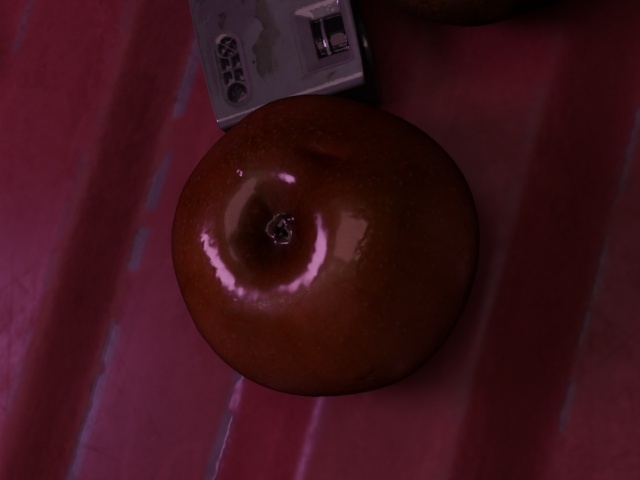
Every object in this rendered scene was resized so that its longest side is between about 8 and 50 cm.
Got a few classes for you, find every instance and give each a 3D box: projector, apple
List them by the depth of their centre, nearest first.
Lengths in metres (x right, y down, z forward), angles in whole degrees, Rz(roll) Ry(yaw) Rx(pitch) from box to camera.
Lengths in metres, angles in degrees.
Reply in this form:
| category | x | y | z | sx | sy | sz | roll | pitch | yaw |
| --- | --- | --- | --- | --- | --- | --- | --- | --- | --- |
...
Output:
| category | x | y | z | sx | sy | sz | roll | pitch | yaw |
| --- | --- | --- | --- | --- | --- | --- | --- | --- | --- |
| apple | 0.000 | 0.000 | 0.643 | 0.201 | 0.162 | 0.201 | -2 | 81 | 15 |
| projector | -0.028 | -0.156 | 0.733 | 0.115 | 0.061 | 0.147 | -16 | 76 | 15 |

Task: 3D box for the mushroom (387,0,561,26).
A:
| category | x | y | z | sx | sy | sz | roll | pitch | yaw |
| --- | --- | --- | --- | --- | --- | --- | --- | --- | --- |
| mushroom | 0.113 | -0.267 | 0.667 | 0.253 | 0.153 | 0.253 | -8 | 68 | 19 |
